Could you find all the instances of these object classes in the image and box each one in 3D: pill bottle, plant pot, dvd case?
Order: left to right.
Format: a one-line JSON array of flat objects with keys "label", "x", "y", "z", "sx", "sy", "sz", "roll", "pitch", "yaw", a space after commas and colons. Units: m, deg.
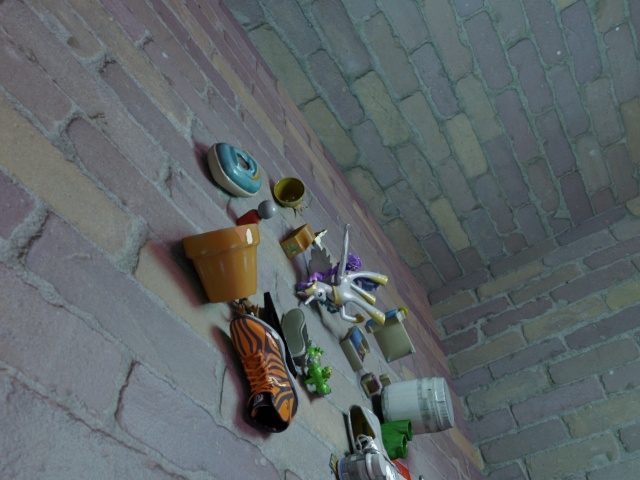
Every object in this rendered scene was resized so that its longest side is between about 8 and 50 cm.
[{"label": "plant pot", "x": -0.253, "y": 0.065, "z": 1.434, "sx": 0.205, "sy": 0.205, "sz": 0.188, "roll": -17, "pitch": 95, "yaw": -73}, {"label": "dvd case", "x": -0.122, "y": 0.293, "z": 1.592, "sx": 0.180, "sy": 0.022, "sz": 0.253, "roll": 104, "pitch": -33, "yaw": -68}, {"label": "plant pot", "x": -0.132, "y": -0.196, "z": 2.307, "sx": 0.095, "sy": 0.134, "sz": 0.134, "roll": 88, "pitch": -15, "yaw": -62}, {"label": "pill bottle", "x": 0.129, "y": 0.704, "z": 1.637, "sx": 0.078, "sy": 0.137, "sz": 0.078, "roll": -17, "pitch": 90, "yaw": -76}]

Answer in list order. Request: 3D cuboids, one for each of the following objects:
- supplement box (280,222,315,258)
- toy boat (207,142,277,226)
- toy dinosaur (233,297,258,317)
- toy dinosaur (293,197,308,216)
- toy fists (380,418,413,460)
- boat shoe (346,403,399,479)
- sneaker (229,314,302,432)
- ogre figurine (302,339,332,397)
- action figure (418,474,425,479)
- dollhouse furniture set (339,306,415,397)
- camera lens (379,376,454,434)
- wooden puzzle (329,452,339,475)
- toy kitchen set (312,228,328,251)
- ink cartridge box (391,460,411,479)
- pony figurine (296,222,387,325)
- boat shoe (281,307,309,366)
[{"label": "supplement box", "x": -0.089, "y": 0.000, "z": 2.186, "sx": 0.080, "sy": 0.078, "sz": 0.233, "roll": 60, "pitch": 16, "yaw": -9}, {"label": "toy boat", "x": -0.260, "y": -0.197, "z": 1.857, "sx": 0.267, "sy": 0.148, "sz": 0.318, "roll": 23, "pitch": 42, "yaw": -65}, {"label": "toy dinosaur", "x": -0.199, "y": 0.211, "z": 1.525, "sx": 0.212, "sy": 0.064, "sz": 0.112, "roll": 61, "pitch": -7, "yaw": 6}, {"label": "toy dinosaur", "x": -0.105, "y": -0.157, "z": 2.454, "sx": 0.092, "sy": 0.053, "sz": 0.183, "roll": 15, "pitch": 41, "yaw": -48}, {"label": "toy fists", "x": 0.258, "y": 0.751, "z": 1.970, "sx": 0.279, "sy": 0.142, "sz": 0.096, "roll": -12, "pitch": 91, "yaw": -72}, {"label": "boat shoe", "x": 0.156, "y": 0.698, "z": 1.753, "sx": 0.156, "sy": 0.135, "sz": 0.367, "roll": 51, "pitch": 18, "yaw": -35}, {"label": "sneaker", "x": -0.151, "y": 0.355, "z": 1.380, "sx": 0.321, "sy": 0.124, "sz": 0.180, "roll": 60, "pitch": 16, "yaw": -10}, {"label": "ogre figurine", "x": -0.011, "y": 0.434, "z": 1.740, "sx": 0.118, "sy": 0.096, "sz": 0.197, "roll": -98, "pitch": -173, "yaw": -81}, {"label": "action figure", "x": 0.424, "y": 1.024, "z": 1.870, "sx": 0.341, "sy": 0.178, "sz": 0.330, "roll": 8, "pitch": 83, "yaw": -28}, {"label": "dollhouse furniture set", "x": 0.280, "y": 0.442, "z": 2.216, "sx": 0.286, "sy": 0.303, "sz": 0.198, "roll": 62, "pitch": 18, "yaw": -1}, {"label": "camera lens", "x": 0.393, "y": 0.686, "z": 2.187, "sx": 0.219, "sy": 0.274, "sz": 0.220, "roll": -13, "pitch": 90, "yaw": -74}, {"label": "wooden puzzle", "x": 0.045, "y": 0.697, "z": 1.644, "sx": 0.049, "sy": 0.006, "sz": 0.083, "roll": 59, "pitch": 17, "yaw": -12}, {"label": "toy kitchen set", "x": 0.000, "y": 0.000, "z": 2.478, "sx": 0.075, "sy": 0.083, "sz": 0.068, "roll": 58, "pitch": -24, "yaw": -16}, {"label": "ink cartridge box", "x": 0.331, "y": 0.947, "z": 2.026, "sx": 0.275, "sy": 0.060, "sz": 0.239, "roll": 49, "pitch": 23, "yaw": -38}, {"label": "pony figurine", "x": 0.087, "y": 0.153, "z": 2.107, "sx": 0.363, "sy": 0.303, "sz": 0.351, "roll": 23, "pitch": 53, "yaw": -19}, {"label": "boat shoe", "x": -0.080, "y": 0.316, "z": 1.742, "sx": 0.228, "sy": 0.081, "sz": 0.069, "roll": -95, "pitch": 170, "yaw": -58}]
